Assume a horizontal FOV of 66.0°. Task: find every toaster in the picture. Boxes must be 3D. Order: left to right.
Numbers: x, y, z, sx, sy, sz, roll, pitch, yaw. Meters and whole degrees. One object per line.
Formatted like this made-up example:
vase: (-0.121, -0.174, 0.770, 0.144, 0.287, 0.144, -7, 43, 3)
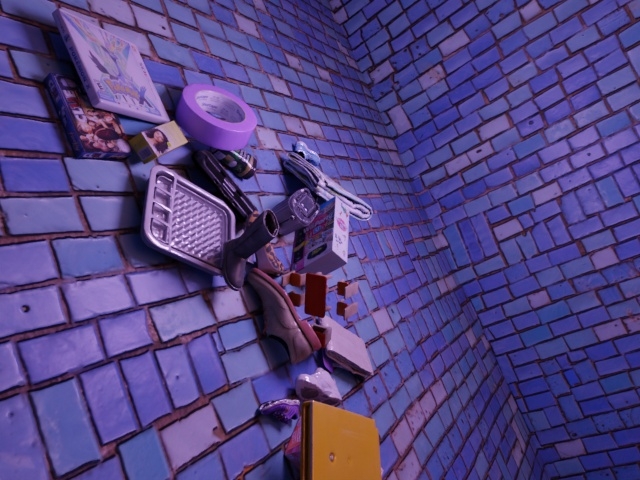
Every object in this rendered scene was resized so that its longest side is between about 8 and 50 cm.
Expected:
toaster: (-0.104, -0.115, 1.954, 0.129, 0.146, 0.227, 56, 30, -13)

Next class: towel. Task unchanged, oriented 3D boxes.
towel: (0.034, -0.239, 2.194, 0.374, 0.090, 0.320, 29, 12, -46)
towel: (0.095, 0.411, 1.903, 0.282, 0.049, 0.187, 39, 21, -34)

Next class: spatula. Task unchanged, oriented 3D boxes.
spatula: (0.089, 0.485, 1.880, 0.296, 0.030, 0.084, 37, 36, -39)

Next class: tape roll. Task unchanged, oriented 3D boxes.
tape roll: (-0.370, -0.442, 1.759, 0.275, 0.090, 0.274, 22, 38, -18)

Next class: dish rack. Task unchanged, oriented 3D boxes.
dish rack: (-0.402, -0.044, 1.496, 0.333, 0.072, 0.285, 31, 41, -43)

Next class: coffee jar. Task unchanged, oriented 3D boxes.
coffee jar: (-0.320, -0.311, 1.843, 0.184, 0.079, 0.096, 38, 37, -38)

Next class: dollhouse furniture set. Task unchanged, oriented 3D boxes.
dollhouse furniture set: (-0.019, 0.241, 1.710, 0.135, 0.262, 0.259, -19, 114, -59)

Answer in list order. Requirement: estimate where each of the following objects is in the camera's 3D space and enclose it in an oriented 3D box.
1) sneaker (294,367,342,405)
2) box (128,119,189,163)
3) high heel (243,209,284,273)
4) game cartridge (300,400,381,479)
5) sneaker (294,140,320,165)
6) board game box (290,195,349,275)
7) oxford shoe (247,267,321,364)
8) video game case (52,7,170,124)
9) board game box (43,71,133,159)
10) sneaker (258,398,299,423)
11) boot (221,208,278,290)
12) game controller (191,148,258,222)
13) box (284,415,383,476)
sneaker: (-0.017, 0.483, 1.673, 0.232, 0.090, 0.115, 44, 26, -46)
box: (-0.498, -0.310, 1.538, 0.087, 0.058, 0.232, 58, 19, -16)
high heel: (-0.181, 0.014, 1.711, 0.261, 0.093, 0.186, 34, 58, -59)
game cartridge: (0.065, 0.635, 1.415, 0.324, 0.053, 0.285, 34, 44, -40)
sneaker: (-0.070, -0.400, 2.356, 0.162, 0.063, 0.073, 35, 57, -33)
board game box: (0.000, 0.000, 1.948, 0.097, 0.224, 0.303, 40, 35, -30)
oxford shoe: (-0.148, 0.245, 1.616, 0.130, 0.123, 0.348, -35, 77, -19)
video game case: (-0.624, -0.515, 1.509, 0.299, 0.036, 0.329, 65, 18, 4)
board game box: (-0.647, -0.344, 1.385, 0.165, 0.042, 0.243, -17, 80, -60)
sneaker: (-0.116, 0.518, 1.491, 0.170, 0.068, 0.071, 24, 53, -49)
boot: (-0.205, 0.030, 1.469, 0.076, 0.209, 0.189, 20, 50, -51)
game controller: (-0.328, -0.178, 1.704, 0.319, 0.067, 0.166, 51, 14, -18)
box: (0.047, 0.688, 1.526, 0.300, 0.142, 0.154, 54, 32, -14)
